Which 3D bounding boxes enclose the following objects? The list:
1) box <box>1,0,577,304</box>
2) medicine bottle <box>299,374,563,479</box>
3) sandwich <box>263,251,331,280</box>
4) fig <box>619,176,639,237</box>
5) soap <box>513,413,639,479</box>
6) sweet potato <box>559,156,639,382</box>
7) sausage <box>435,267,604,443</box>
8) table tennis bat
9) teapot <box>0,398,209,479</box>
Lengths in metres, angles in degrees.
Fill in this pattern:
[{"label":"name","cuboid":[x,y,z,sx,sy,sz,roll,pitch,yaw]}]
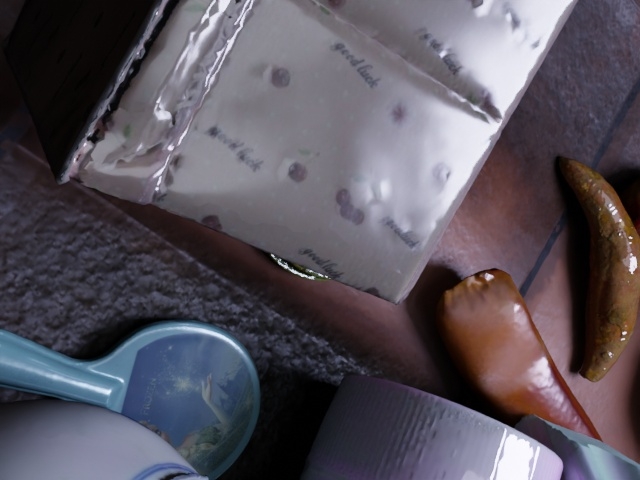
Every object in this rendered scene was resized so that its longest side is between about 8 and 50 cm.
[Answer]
[{"label":"box","cuboid":[-0.036,-0.140,0.441,0.190,0.297,0.225,23,101,-34]},{"label":"medicine bottle","cuboid":[0.052,0.283,0.608,0.241,0.241,0.302,34,72,-30]},{"label":"sandwich","cuboid":[0.001,0.002,0.659,0.135,0.029,0.067,9,94,-31]},{"label":"fig","cuboid":[0.376,-0.049,0.849,0.089,0.088,0.125,48,48,-27]},{"label":"soap","cuboid":[0.226,0.258,0.658,0.091,0.230,0.145,19,119,-11]},{"label":"sweet potato","cuboid":[0.308,0.031,0.822,0.058,0.078,0.255,-38,121,-60]},{"label":"sausage","cuboid":[0.204,0.147,0.769,0.089,0.083,0.300,-26,113,17]},{"label":"table tennis bat","cuboid":[-0.149,0.119,0.588,0.237,0.038,0.149,27,88,-32]},{"label":"teapot","cuboid":[-0.203,0.227,0.466,0.252,0.279,0.424,-80,153,-43]}]
